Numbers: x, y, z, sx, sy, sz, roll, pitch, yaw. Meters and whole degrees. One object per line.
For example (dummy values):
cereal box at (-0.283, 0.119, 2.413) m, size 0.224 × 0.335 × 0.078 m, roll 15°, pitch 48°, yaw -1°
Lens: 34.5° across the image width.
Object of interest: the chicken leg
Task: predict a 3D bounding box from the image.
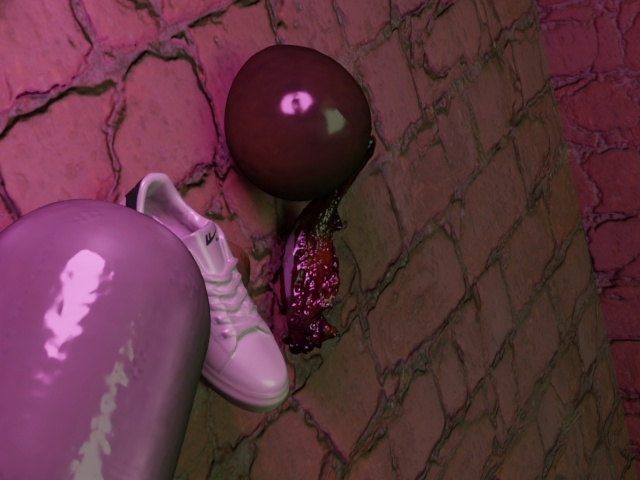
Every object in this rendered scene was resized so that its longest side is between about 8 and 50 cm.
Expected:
chicken leg at (0.000, 0.000, 1.804) m, size 0.095 × 0.158 × 0.407 m, roll 19°, pitch 87°, yaw -38°

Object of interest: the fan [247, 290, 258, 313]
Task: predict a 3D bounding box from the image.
fan at (-0.198, 0.155, 1.632) m, size 0.329 × 0.009 × 0.191 m, roll -11°, pitch 92°, yaw -54°

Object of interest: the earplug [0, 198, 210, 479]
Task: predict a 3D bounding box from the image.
earplug at (-0.292, 0.152, 1.224) m, size 0.312 × 0.312 × 0.394 m, roll 47°, pitch 49°, yaw -44°

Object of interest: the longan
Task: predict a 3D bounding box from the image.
longan at (-0.038, -0.192, 1.697) m, size 0.258 × 0.258 × 0.258 m, roll 6°, pitch 83°, yaw -56°

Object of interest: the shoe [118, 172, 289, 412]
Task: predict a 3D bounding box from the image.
shoe at (-0.151, 0.060, 1.407) m, size 0.363 × 0.160 × 0.131 m, roll 47°, pitch 44°, yaw 13°

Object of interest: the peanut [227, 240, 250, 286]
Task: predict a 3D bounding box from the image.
peanut at (-0.159, 0.034, 1.646) m, size 0.152 × 0.076 × 0.076 m, roll 24°, pitch 68°, yaw -51°
